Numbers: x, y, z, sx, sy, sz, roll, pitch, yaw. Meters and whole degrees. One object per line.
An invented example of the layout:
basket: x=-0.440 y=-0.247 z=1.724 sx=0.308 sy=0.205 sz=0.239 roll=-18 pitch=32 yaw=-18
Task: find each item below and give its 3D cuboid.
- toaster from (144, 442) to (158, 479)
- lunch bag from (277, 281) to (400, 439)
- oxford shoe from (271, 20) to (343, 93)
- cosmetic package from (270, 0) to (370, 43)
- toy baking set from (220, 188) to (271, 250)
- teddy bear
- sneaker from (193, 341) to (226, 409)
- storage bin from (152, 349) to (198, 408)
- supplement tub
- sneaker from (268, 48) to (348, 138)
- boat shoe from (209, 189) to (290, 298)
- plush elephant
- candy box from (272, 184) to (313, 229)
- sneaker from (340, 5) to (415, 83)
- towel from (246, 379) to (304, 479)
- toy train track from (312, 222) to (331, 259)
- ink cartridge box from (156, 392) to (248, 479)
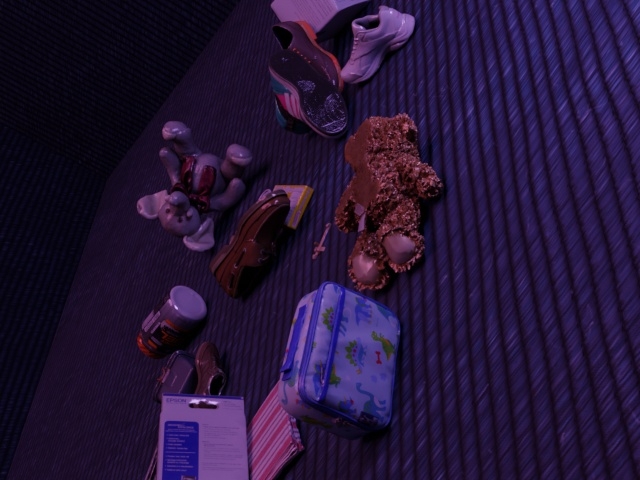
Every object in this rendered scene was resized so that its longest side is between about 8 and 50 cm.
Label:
toaster: x=-0.262 y=0.458 z=1.763 sx=0.168 sy=0.110 sz=0.186 roll=-26 pitch=41 yaw=56
lunch bag: x=0.030 y=0.184 z=1.373 sx=0.090 sy=0.176 sz=0.219 roll=-34 pitch=34 yaw=48
oxford shoe: x=-0.036 y=-0.448 z=2.231 sx=0.271 sy=0.098 sz=0.097 roll=56 pitch=134 yaw=30
cosmetic package: x=0.001 y=-0.626 z=2.336 sx=0.151 sy=0.151 sz=0.183 roll=-31 pitch=-4 yaw=-43
toy baking set: x=-0.186 y=-0.040 z=2.203 sx=0.197 sy=0.030 sz=0.256 roll=-59 pitch=10 yaw=-8
teddy bear: x=0.122 y=-0.067 z=1.593 sx=0.245 sy=0.113 sz=0.338 roll=-56 pitch=30 yaw=31
sneaker: x=-0.234 y=0.298 z=1.972 sx=0.071 sy=0.066 sz=0.188 roll=-28 pitch=42 yaw=26
storage bin: x=-0.322 y=0.334 z=2.066 sx=0.091 sy=0.098 sz=0.135 roll=21 pitch=82 yaw=57
supplement tub: x=-0.388 y=0.216 z=2.300 sx=0.190 sy=0.117 sz=0.117 roll=-49 pitch=26 yaw=30
sneaker: x=-0.027 y=-0.308 z=2.150 sx=0.123 sy=0.178 sz=0.295 roll=-28 pitch=59 yaw=-12
boat shoe: x=-0.141 y=0.013 z=2.040 sx=0.104 sy=0.110 sz=0.307 roll=56 pitch=133 yaw=22
plush elephant: x=-0.362 y=-0.124 z=2.467 sx=0.255 sy=0.271 sz=0.330 roll=-60 pitch=-10 yaw=-32
candy box: x=-0.085 y=-0.081 z=2.117 sx=0.206 sy=0.027 sz=0.105 roll=10 pitch=76 yaw=67
sneaker: x=0.106 y=-0.455 z=2.032 sx=0.232 sy=0.115 sz=0.090 roll=-42 pitch=29 yaw=38
towel: x=-0.087 y=0.359 z=1.617 sx=0.144 sy=0.029 sz=0.197 roll=-56 pitch=23 yaw=20
toy train track: x=0.000 y=0.000 z=1.862 sx=0.048 sy=0.014 sz=0.083 roll=-3 pitch=61 yaw=64
ink cartridge box: x=-0.213 y=0.421 z=1.602 sx=0.333 sy=0.165 sz=0.065 roll=-97 pitch=16 yaw=-51
